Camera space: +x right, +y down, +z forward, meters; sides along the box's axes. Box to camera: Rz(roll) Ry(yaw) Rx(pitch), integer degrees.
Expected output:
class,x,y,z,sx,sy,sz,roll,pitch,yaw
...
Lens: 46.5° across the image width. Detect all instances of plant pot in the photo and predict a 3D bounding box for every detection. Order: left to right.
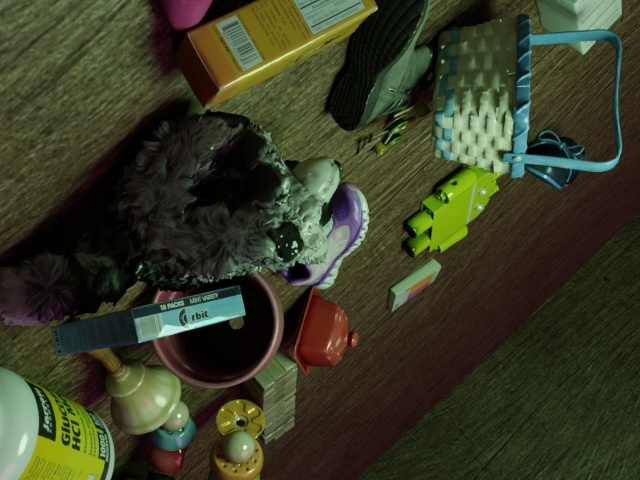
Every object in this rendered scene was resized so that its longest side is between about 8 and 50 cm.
class,x,y,z,sx,sy,sz,roll,pitch,yaw
plant pot,-0.149,0.131,1.193,0.201,0.201,0.180,-45,169,1

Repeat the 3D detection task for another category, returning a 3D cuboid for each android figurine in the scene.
class,x,y,z,sx,sy,sz,roll,pitch,yaw
android figurine,0.301,-0.071,1.672,0.273,0.056,0.248,-33,151,-18

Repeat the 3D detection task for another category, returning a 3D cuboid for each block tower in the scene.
class,x,y,z,sx,sy,sz,roll,pitch,yaw
block tower,-0.114,0.333,1.625,0.091,0.097,0.335,-33,150,-24

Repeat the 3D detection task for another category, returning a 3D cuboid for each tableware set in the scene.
class,x,y,z,sx,sy,sz,roll,pitch,yaw
tableware set,0.131,-0.182,1.241,0.104,0.024,0.154,-29,173,-30

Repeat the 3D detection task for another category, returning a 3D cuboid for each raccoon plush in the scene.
class,x,y,z,sx,sy,sz,roll,pitch,yaw
raccoon plush,-0.181,-0.018,1.017,0.446,0.216,0.299,-13,169,5

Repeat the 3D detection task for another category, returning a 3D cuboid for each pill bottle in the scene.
class,x,y,z,sx,sy,sz,roll,pitch,yaw
pill bottle,-0.426,0.274,0.989,0.188,0.188,0.334,-40,154,-8

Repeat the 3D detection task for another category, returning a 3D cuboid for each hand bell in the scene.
class,x,y,z,sx,sy,sz,roll,pitch,yaw
hand bell,-0.320,0.192,1.147,0.126,0.126,0.242,-38,141,-13

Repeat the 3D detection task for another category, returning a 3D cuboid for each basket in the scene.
class,x,y,z,sx,sy,sz,roll,pitch,yaw
basket,0.326,-0.232,1.185,0.201,0.289,0.254,64,34,-59

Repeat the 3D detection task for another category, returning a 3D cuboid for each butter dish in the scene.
class,x,y,z,sx,sy,sz,roll,pitch,yaw
butter dish,0.020,0.195,1.535,0.160,0.118,0.160,70,32,-62

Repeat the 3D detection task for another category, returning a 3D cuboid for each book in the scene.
class,x,y,z,sx,sy,sz,roll,pitch,yaw
book,0.232,0.115,1.869,0.144,0.035,0.096,-33,155,-21

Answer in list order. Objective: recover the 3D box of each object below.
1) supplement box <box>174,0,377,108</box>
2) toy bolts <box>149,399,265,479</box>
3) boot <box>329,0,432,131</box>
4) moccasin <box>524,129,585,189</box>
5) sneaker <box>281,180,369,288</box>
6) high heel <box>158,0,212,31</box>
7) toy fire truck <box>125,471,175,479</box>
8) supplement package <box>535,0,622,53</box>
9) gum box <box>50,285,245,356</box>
class,x,y,z,sx,sy,sz,roll,pitch,yaw
supplement box,-0.050,-0.244,0.875,0.233,0.080,0.078,-31,-176,-23
toy bolts,-0.211,0.361,1.446,0.218,0.229,0.158,-78,179,-46
boot,0.114,-0.276,1.102,0.161,0.083,0.246,-28,156,-44
moccasin,0.565,-0.204,1.801,0.116,0.138,0.342,-59,164,19
sneaker,0.000,0.000,1.314,0.105,0.095,0.236,-7,137,-40
high heel,-0.090,-0.295,0.721,0.082,0.117,0.244,-14,140,-46
toy fire truck,-0.417,0.551,1.493,0.217,0.246,0.158,88,12,-60
supplement package,0.451,-0.430,1.305,0.105,0.105,0.179,-47,154,5
gum box,-0.211,0.099,0.908,0.184,0.041,0.157,-14,178,42
